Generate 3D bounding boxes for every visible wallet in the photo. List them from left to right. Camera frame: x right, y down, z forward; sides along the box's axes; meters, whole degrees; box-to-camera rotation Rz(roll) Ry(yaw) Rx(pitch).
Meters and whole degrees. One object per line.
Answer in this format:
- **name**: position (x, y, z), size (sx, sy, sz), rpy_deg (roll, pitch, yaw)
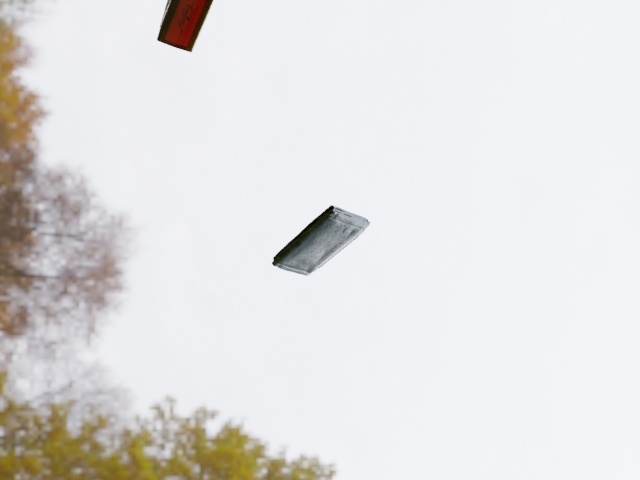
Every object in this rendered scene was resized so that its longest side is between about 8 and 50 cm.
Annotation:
- **wallet**: position (0.000, 0.000, 1.876), size (0.129, 0.088, 0.026), rpy_deg (-41, -126, 25)

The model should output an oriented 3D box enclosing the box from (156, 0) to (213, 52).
- **box**: position (-0.204, -0.452, 2.232), size (0.153, 0.074, 0.240), rpy_deg (128, -23, -48)
